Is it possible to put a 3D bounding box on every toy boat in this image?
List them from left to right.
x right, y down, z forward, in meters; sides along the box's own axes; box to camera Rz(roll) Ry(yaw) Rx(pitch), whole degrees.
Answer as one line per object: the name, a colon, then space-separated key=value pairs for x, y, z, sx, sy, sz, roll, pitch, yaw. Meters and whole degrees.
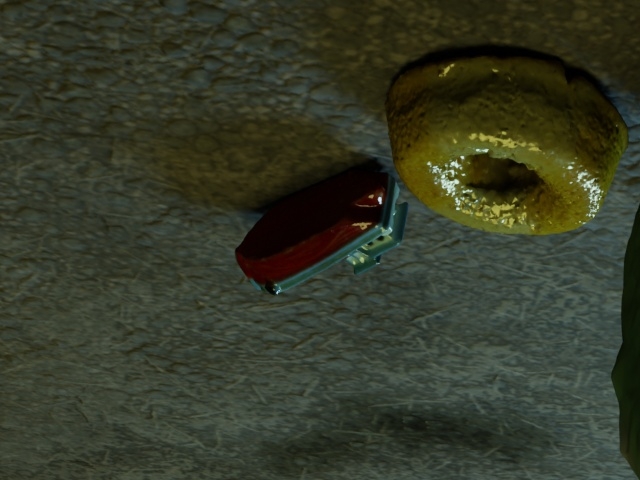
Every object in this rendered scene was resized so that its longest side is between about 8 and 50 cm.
toy boat: x=0.000 y=0.000 z=1.508 sx=0.173 sy=0.069 sz=0.059 roll=-26 pitch=130 yaw=39

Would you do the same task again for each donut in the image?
donut: x=0.125 y=-0.059 z=1.372 sx=0.162 sy=0.065 sz=0.178 roll=-19 pitch=144 yaw=40

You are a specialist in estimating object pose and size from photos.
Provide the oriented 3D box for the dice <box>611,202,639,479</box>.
dice: x=0.389 y=0.040 z=1.225 sx=0.330 sy=0.318 sz=0.322 roll=15 pitch=151 yaw=-15
